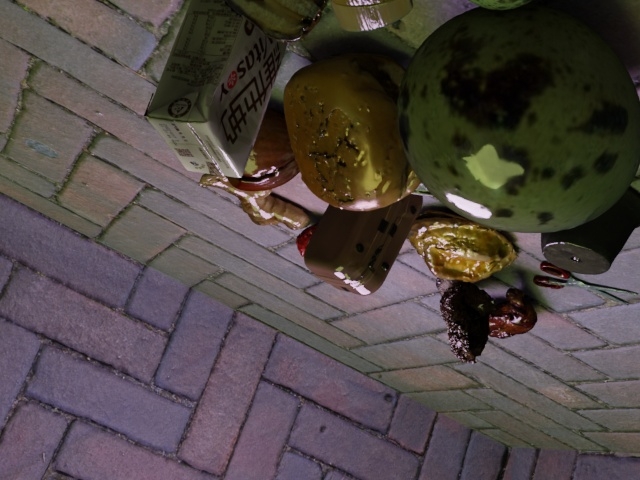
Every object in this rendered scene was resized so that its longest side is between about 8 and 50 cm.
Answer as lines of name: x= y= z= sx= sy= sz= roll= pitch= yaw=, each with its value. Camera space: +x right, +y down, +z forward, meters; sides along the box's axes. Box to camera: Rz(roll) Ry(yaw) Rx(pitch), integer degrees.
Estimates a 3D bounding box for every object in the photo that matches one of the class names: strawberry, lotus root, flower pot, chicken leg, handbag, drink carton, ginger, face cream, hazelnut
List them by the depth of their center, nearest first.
lotus root: x=-0.099 y=-0.436 z=1.319 sx=0.329 sy=0.167 sz=0.078 roll=49 pitch=-162 yaw=21
face cream: x=0.056 y=-0.439 z=1.327 sx=0.139 sy=0.067 sz=0.285 roll=2 pitch=152 yaw=20
drink carton: x=-0.176 y=-0.304 z=1.538 sx=0.132 sy=0.324 sz=0.194 roll=9 pitch=158 yaw=20
flower pot: x=0.550 y=-0.021 z=1.764 sx=0.235 sy=0.148 sz=0.235 roll=19 pitch=160 yaw=7
hazelnut: x=-0.134 y=-0.206 z=1.938 sx=0.181 sy=0.181 sz=0.212 roll=35 pitch=155 yaw=26
handbag: x=0.081 y=-0.025 z=2.010 sx=0.149 sy=0.301 sz=0.283 roll=35 pitch=161 yaw=-28
ginger: x=-0.184 y=-0.111 z=2.347 sx=0.334 sy=0.081 sz=0.148 roll=33 pitch=152 yaw=-31
chicken leg: x=0.531 y=0.202 z=2.377 sx=0.158 sy=0.095 sz=0.407 roll=8 pitch=162 yaw=-2
strawberry: x=0.000 y=0.000 z=2.403 sx=0.145 sy=0.086 sz=0.145 roll=-18 pitch=160 yaw=-7

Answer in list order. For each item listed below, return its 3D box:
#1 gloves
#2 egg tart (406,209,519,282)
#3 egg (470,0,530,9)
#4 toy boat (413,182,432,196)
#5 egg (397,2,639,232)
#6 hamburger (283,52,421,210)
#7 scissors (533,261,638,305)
gloves: x=0.392 y=0.195 z=2.268 sx=0.135 sy=0.312 sz=0.210 roll=-5 pitch=128 yaw=3
egg tart: x=0.349 y=0.034 z=2.136 sx=0.297 sy=0.132 sz=0.297 roll=13 pitch=158 yaw=6
egg: x=0.242 y=-0.392 z=1.178 sx=0.172 sy=0.132 sz=0.132 roll=23 pitch=163 yaw=33
toy boat: x=0.193 y=-0.181 z=1.772 sx=0.309 sy=0.129 sz=0.142 roll=12 pitch=122 yaw=18
egg: x=0.320 y=-0.183 z=1.324 sx=0.428 sy=0.345 sz=0.345 roll=16 pitch=165 yaw=-33
hamburger: x=0.060 y=-0.207 z=1.642 sx=0.284 sy=0.174 sz=0.304 roll=7 pitch=116 yaw=48
scissors: x=0.675 y=0.117 z=2.160 sx=0.248 sy=0.017 sz=0.144 roll=16 pitch=159 yaw=10
